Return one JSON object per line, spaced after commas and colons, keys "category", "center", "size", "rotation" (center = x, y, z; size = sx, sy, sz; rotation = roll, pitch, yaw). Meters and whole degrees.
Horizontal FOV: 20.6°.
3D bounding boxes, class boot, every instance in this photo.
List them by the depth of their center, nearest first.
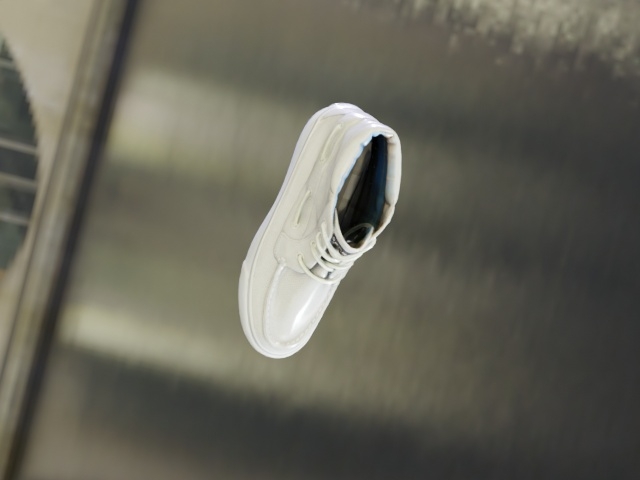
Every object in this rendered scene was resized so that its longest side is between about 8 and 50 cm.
{"category": "boot", "center": [0.000, 0.000, 1.668], "size": [0.123, 0.095, 0.258], "rotation": [-146, 71, -67]}
